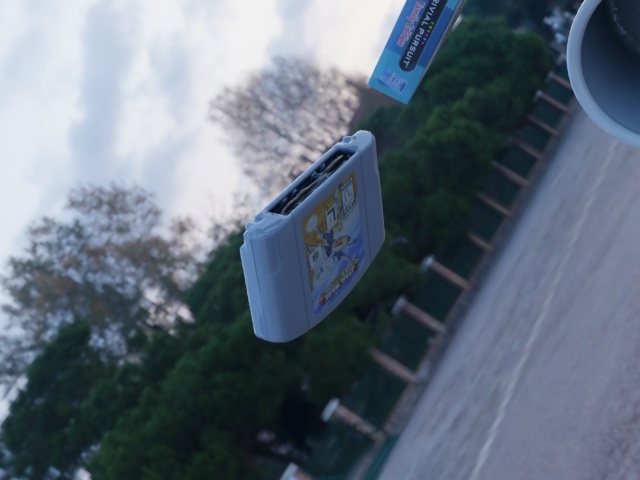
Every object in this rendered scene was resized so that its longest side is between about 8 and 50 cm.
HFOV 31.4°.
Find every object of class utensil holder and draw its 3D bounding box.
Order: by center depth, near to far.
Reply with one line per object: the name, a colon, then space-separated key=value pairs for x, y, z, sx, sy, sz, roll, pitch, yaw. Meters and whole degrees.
utensil holder: x=0.603 y=-0.371 z=1.912 sx=0.327 sy=0.328 sz=0.385 roll=-62 pitch=-2 yaw=34

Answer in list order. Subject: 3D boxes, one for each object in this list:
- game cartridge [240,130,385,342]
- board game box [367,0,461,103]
game cartridge: x=0.000 y=0.000 z=1.562 sx=0.297 sy=0.062 sz=0.198 roll=-45 pitch=-46 yaw=-43
board game box: x=0.203 y=-0.410 z=1.897 sx=0.253 sy=0.079 sz=0.336 roll=-64 pitch=-3 yaw=36
